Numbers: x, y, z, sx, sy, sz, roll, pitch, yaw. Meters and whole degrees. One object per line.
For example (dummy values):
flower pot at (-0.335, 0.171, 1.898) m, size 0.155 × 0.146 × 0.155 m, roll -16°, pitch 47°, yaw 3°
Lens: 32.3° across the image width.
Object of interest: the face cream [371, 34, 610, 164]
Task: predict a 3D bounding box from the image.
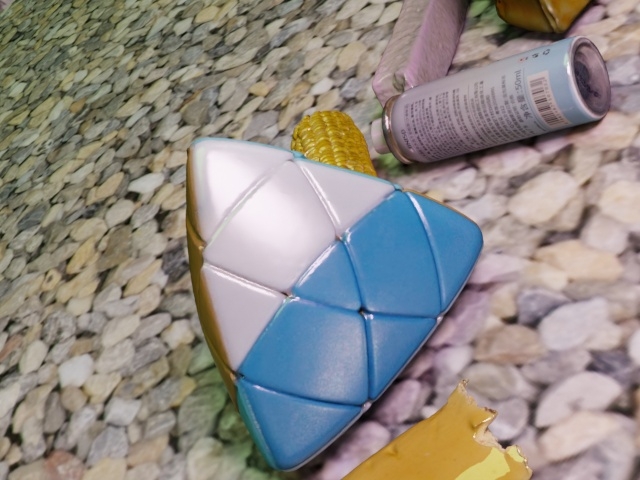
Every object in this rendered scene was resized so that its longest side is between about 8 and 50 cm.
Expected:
face cream at (0.141, -0.118, 0.994) m, size 0.229 × 0.075 × 0.075 m, roll -11°, pitch 40°, yaw 40°

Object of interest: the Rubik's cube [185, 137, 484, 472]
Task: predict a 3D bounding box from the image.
Rubik's cube at (0.000, 0.000, 0.852) m, size 0.254 × 0.254 × 0.254 m, roll -29°, pitch 30°, yaw 19°

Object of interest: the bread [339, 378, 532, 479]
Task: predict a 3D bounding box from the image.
bread at (0.054, 0.176, 0.670) m, size 0.173 × 0.085 × 0.134 m, roll -39°, pitch 28°, yaw 1°

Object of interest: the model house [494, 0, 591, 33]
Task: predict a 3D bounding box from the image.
model house at (0.199, -0.363, 1.099) m, size 0.173 × 0.239 × 0.268 m, roll -30°, pitch 29°, yaw 16°

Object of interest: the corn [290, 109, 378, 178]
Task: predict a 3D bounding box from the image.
corn at (0.016, -0.059, 1.055) m, size 0.080 × 0.080 × 0.238 m, roll -34°, pitch 29°, yaw 10°

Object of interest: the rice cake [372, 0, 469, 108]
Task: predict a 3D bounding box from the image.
rice cake at (0.122, -0.250, 1.211) m, size 0.056 × 0.073 × 0.365 m, roll -15°, pitch 39°, yaw 34°
